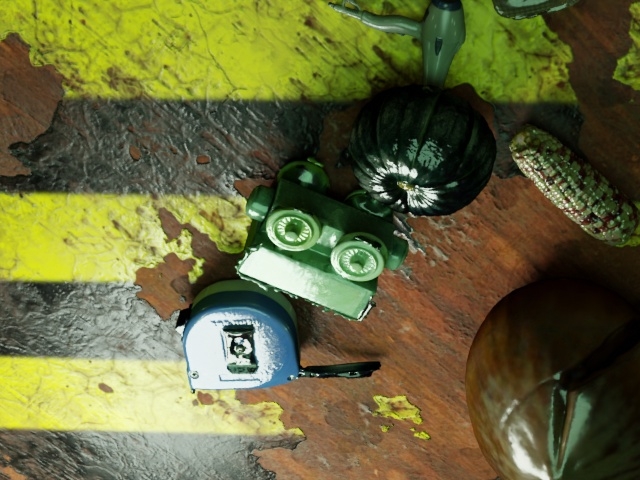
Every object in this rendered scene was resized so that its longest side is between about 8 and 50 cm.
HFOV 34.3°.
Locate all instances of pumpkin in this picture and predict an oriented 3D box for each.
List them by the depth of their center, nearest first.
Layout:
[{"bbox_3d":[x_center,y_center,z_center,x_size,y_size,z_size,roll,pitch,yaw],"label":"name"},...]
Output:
[{"bbox_3d":[0.151,-0.133,1.557,0.221,0.161,0.220,19,147,13],"label":"pumpkin"}]

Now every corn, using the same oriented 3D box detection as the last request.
[{"bbox_3d":[0.397,-0.086,1.628,0.253,0.086,0.086,38,117,-17],"label":"corn"}]

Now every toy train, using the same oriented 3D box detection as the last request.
[{"bbox_3d":[0.000,0.000,1.673,0.272,0.159,0.188,22,131,-10],"label":"toy train"}]

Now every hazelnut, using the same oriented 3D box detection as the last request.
[{"bbox_3d":[0.419,0.265,1.713,0.359,0.359,0.409,-11,127,10],"label":"hazelnut"}]

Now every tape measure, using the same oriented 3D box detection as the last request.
[{"bbox_3d":[-0.072,0.174,1.820,0.352,0.098,0.215,-3,123,3],"label":"tape measure"}]

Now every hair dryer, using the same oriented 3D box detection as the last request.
[{"bbox_3d":[0.118,-0.286,1.545,0.199,0.067,0.167,1,129,16],"label":"hair dryer"}]

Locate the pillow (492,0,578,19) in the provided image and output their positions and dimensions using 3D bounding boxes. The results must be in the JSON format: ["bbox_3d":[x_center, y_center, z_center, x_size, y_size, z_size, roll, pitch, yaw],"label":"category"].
[{"bbox_3d":[0.294,-0.414,1.457,0.135,0.034,0.211,-14,122,10],"label":"pillow"}]
